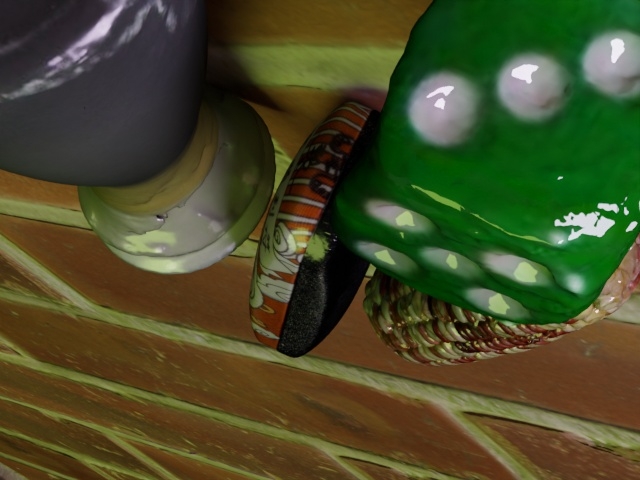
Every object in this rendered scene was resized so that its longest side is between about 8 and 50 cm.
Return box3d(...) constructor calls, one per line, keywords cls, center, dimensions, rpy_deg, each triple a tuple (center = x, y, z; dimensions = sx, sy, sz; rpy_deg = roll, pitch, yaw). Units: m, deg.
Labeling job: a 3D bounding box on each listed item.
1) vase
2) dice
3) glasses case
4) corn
box3d(cls="vase", center=(-0.118, -0.084, 0.811), dimensions=(0.173, 0.173, 0.321), rpy_deg=(21, 166, 17))
box3d(cls="dice", center=(0.083, -0.042, 0.688), dimensions=(0.120, 0.128, 0.131), rpy_deg=(24, 162, 4))
box3d(cls="glasses case", center=(0.000, 0.000, 0.968), dimensions=(0.067, 0.103, 0.267), rpy_deg=(23, 161, 3))
box3d(cls="corn", center=(0.105, 0.024, 0.921), dimensions=(0.086, 0.086, 0.253), rpy_deg=(31, 160, -14))
